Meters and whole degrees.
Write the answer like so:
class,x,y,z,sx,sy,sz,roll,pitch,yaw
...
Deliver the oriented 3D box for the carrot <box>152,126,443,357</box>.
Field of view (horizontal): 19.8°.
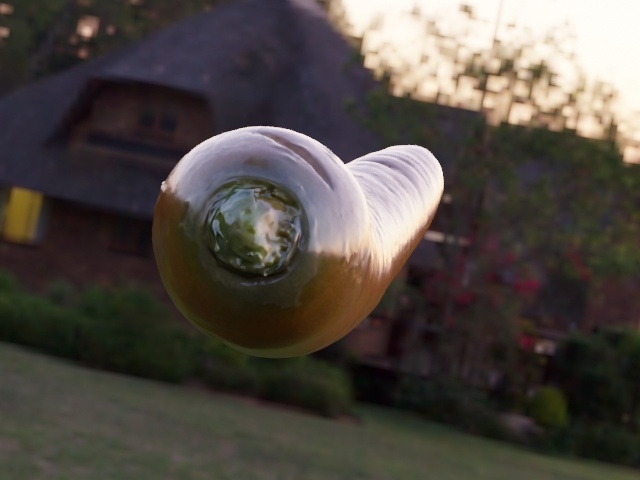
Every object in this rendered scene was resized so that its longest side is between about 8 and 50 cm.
class,x,y,z,sx,sy,sz,roll,pitch,yaw
carrot,0.000,0.000,0.568,0.062,0.066,0.271,-12,-2,11
